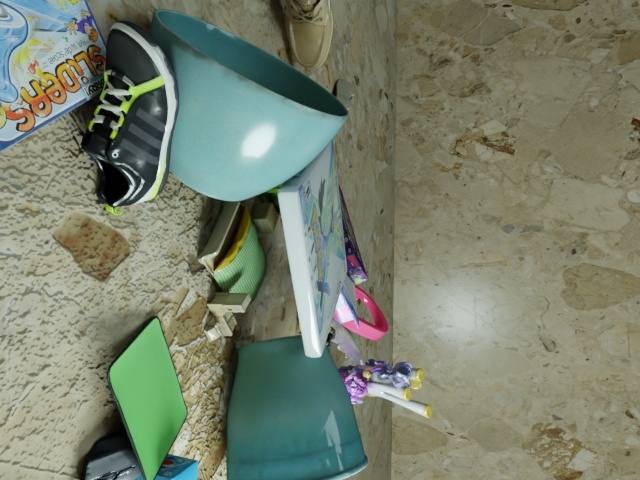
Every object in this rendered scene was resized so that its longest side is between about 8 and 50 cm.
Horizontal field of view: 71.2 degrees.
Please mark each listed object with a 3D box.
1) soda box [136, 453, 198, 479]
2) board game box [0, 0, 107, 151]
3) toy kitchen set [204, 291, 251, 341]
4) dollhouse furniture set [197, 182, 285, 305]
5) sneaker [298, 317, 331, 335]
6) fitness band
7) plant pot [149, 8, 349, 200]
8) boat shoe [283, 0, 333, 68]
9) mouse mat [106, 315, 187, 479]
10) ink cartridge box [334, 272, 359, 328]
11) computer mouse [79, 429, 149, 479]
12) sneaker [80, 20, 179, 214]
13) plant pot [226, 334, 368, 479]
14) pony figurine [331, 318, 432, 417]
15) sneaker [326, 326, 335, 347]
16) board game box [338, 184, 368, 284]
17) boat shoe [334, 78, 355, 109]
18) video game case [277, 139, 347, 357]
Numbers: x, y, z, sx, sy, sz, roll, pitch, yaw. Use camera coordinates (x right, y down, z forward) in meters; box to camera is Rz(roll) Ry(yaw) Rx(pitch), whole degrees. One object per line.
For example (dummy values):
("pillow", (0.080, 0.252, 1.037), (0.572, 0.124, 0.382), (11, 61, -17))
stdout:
("soda box", (-0.230, 0.432, 0.650), (0.067, 0.071, 0.209), (10, 82, -71))
("board game box", (-0.303, -0.193, 0.454), (0.201, 0.035, 0.136), (-68, 152, -47))
("toy kitchen set", (-0.165, 0.149, 0.822), (0.068, 0.075, 0.083), (-65, 146, -48))
("dollhouse furniture set", (-0.095, -0.023, 0.900), (0.197, 0.152, 0.301), (69, 29, -49))
("sneaker", (-0.008, 0.160, 1.262), (0.088, 0.093, 0.225), (9, 79, -71))
("fitness band", (0.102, 0.211, 1.417), (0.291, 0.054, 0.209), (31, 23, -37))
("plant pot", (-0.131, -0.176, 0.669), (0.195, 0.290, 0.290), (-59, 174, 25))
("boat shoe", (-0.037, -0.562, 1.042), (0.110, 0.122, 0.341), (-79, 170, -47))
("mouse mat", (-0.240, 0.222, 0.640), (0.152, 0.007, 0.189), (-77, 156, -72))
("ink cartridge box", (0.043, 0.096, 1.254), (0.311, 0.065, 0.185), (-94, 161, -65))
("computer mouse", (-0.284, 0.296, 0.529), (0.242, 0.041, 0.071), (-8, 99, -71))
("sneaker", (-0.231, -0.130, 0.530), (0.097, 0.084, 0.234), (-44, 154, -48))
("plant pot", (-0.062, 0.324, 0.885), (0.272, 0.272, 0.255), (35, 44, -68))
("pony figurine", (0.139, 0.444, 1.431), (0.351, 0.364, 0.302), (47, 52, -43))
("sneaker", (0.010, 0.258, 1.337), (0.152, 0.085, 0.058), (-71, 154, -43))
("board game box", (0.060, -0.061, 1.342), (0.208, 0.056, 0.346), (64, 10, -61))
("boat shoe", (0.071, -0.493, 1.552), (0.065, 0.075, 0.206), (-48, -160, 41))
("video game case", (0.000, 0.000, 0.862), (0.300, 0.036, 0.328), (-66, 152, -59))
